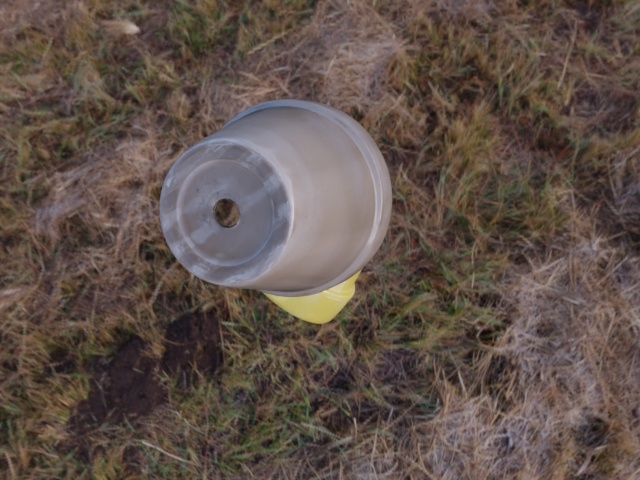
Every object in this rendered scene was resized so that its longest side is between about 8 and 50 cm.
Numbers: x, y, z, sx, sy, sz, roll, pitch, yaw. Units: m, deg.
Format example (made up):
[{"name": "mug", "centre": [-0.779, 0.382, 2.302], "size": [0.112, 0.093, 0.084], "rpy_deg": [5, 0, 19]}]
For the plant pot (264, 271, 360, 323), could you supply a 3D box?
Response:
[{"name": "plant pot", "centre": [0.000, 0.000, 1.292], "size": [0.239, 0.254, 0.254], "rpy_deg": [-50, 56, 18]}]

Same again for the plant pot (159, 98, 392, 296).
[{"name": "plant pot", "centre": [-0.078, -0.052, 0.919], "size": [0.323, 0.280, 0.323], "rpy_deg": [2, 99, 16]}]
